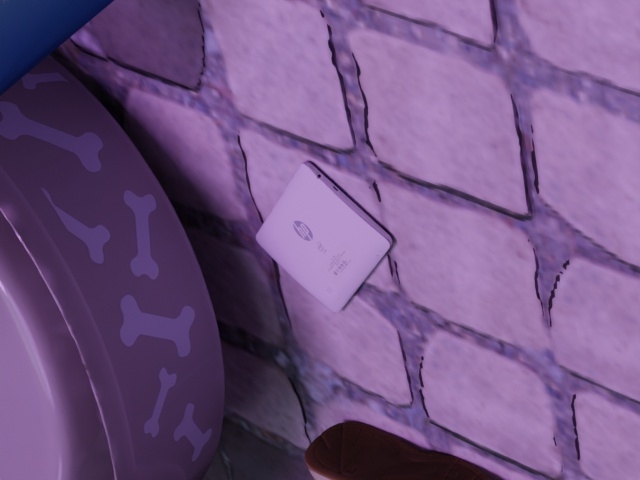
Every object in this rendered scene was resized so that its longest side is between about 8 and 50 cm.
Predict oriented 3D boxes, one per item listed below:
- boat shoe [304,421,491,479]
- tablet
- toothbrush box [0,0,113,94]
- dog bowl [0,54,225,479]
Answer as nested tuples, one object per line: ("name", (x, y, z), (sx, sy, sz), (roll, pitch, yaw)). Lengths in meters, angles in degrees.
("boat shoe", (0.050, 0.131, 0.966), (0.135, 0.050, 0.045), (28, 151, 45))
("tablet", (0.000, 0.000, 0.904), (0.054, 0.006, 0.083), (43, 150, 4))
("toothbrush box", (-0.155, -0.216, 0.712), (0.216, 0.126, 0.295), (39, 148, 9))
("dog bowl", (-0.192, 0.034, 1.028), (0.349, 0.102, 0.349), (27, 133, 33))
